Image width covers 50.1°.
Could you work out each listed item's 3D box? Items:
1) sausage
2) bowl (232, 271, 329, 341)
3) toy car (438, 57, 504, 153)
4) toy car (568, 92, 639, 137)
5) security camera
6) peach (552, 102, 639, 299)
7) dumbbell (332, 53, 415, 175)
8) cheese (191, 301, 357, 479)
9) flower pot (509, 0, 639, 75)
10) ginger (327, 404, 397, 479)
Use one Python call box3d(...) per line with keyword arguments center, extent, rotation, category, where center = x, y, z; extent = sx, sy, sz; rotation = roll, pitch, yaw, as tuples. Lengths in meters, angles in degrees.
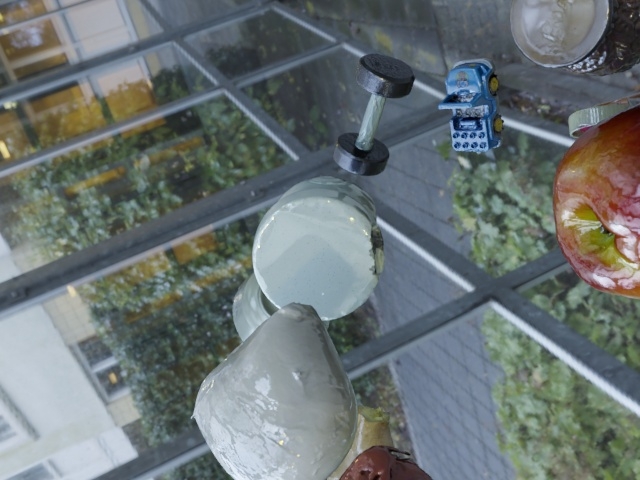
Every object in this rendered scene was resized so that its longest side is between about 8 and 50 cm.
box3d(center=(0.031, 0.202, 0.455), extent=(0.076, 0.141, 0.076), rotation=(15, 132, 17), category="sausage")
box3d(center=(-0.073, 0.130, 1.400), extent=(0.211, 0.211, 0.112), rotation=(62, 161, 16), category="bowl")
box3d(center=(0.300, -0.263, 1.380), extent=(0.097, 0.100, 0.191), rotation=(8, 117, 45), category="toy car")
box3d(center=(0.714, -0.284, 1.663), extent=(0.235, 0.235, 0.145), rotation=(151, 115, -76), category="toy car")
box3d(center=(0.000, 0.000, 1.047), extent=(0.236, 0.194, 0.195), rotation=(-81, -29, -77), category="security camera")
box3d(center=(0.575, -0.064, 1.188), extent=(0.310, 0.405, 0.335), rotation=(-35, 81, 50), category="peach")
box3d(center=(0.090, -0.213, 1.172), extent=(0.100, 0.100, 0.191), rotation=(55, 142, 39), category="dumbbell")
box3d(center=(-0.047, 0.194, 0.789), extent=(0.189, 0.198, 0.154), rotation=(51, -161, 20), category="cheese")
box3d(center=(0.513, -0.443, 1.330), extent=(0.266, 0.267, 0.267), rotation=(19, 119, 38), category="flower pot")
box3d(center=(0.115, 0.496, 1.216), extent=(0.236, 0.166, 0.376), rotation=(-48, 53, 30), category="ginger")
